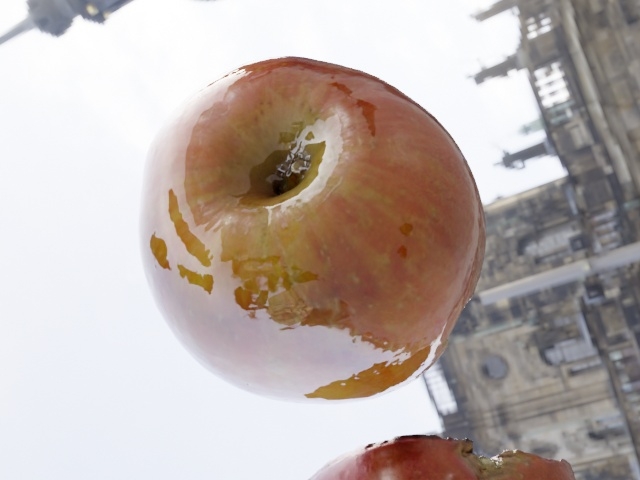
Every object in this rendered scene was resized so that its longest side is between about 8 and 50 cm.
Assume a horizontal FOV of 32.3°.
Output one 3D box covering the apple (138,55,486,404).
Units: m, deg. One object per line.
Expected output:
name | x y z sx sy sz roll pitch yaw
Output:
apple | 0.000 0.000 0.785 0.241 0.242 0.242 56 -154 -61

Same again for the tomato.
tomato | 0.098 0.254 0.885 0.233 0.200 0.139 9 -127 -18
